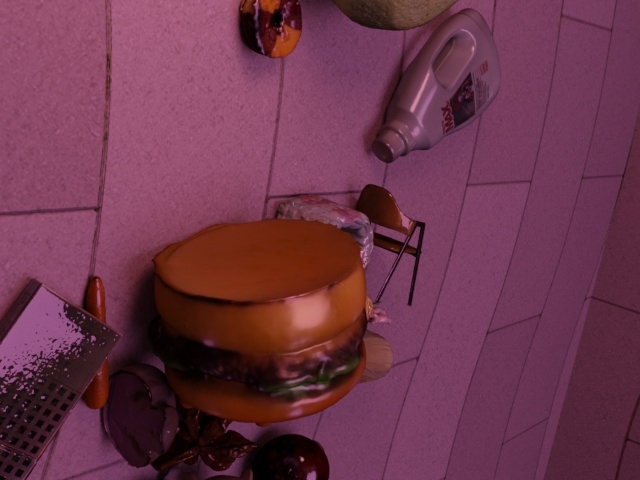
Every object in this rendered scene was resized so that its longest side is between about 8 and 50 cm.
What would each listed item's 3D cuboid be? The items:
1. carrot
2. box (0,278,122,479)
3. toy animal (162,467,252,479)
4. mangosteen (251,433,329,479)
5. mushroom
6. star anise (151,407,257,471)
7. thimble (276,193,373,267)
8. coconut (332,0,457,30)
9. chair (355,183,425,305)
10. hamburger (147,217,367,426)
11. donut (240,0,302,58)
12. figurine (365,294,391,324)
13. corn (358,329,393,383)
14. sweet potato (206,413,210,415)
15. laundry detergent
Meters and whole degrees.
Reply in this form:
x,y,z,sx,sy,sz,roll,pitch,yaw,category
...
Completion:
x,y,z,sx,sy,sz,roll,pitch,yaw,category
-0.383,0.178,1.416,0.043,0.043,0.247,-16,116,-48,carrot
-0.471,0.240,1.298,0.180,0.047,0.324,43,73,-41,box
-0.263,0.548,1.611,0.195,0.256,0.212,105,-14,-52,toy animal
-0.065,0.522,1.888,0.200,0.200,0.199,-26,126,-43,mangosteen
-0.312,0.299,1.488,0.117,0.141,0.188,-49,147,-60,mushroom
-0.226,0.380,1.594,0.196,0.111,0.212,26,103,-23,star anise
0.000,0.000,1.726,0.185,0.149,0.211,-56,141,-13,thimble
0.113,-0.543,1.503,0.328,0.329,0.281,-55,170,-18,coconut
0.139,0.007,1.896,0.172,0.159,0.246,11,98,-51,chair
-0.089,0.147,1.481,0.396,0.396,0.277,-27,125,-42,hamburger
-0.091,-0.398,1.493,0.140,0.059,0.140,-25,124,-43,donut
0.109,0.163,1.992,0.187,0.083,0.083,20,91,-45,figurine
0.058,0.263,1.943,0.305,0.122,0.123,13,95,-52,corn
-0.236,0.345,1.665,0.068,0.068,0.226,-36,123,-36,sweet potato
0.257,-0.333,1.918,0.398,0.125,0.263,-44,138,-27,laundry detergent
